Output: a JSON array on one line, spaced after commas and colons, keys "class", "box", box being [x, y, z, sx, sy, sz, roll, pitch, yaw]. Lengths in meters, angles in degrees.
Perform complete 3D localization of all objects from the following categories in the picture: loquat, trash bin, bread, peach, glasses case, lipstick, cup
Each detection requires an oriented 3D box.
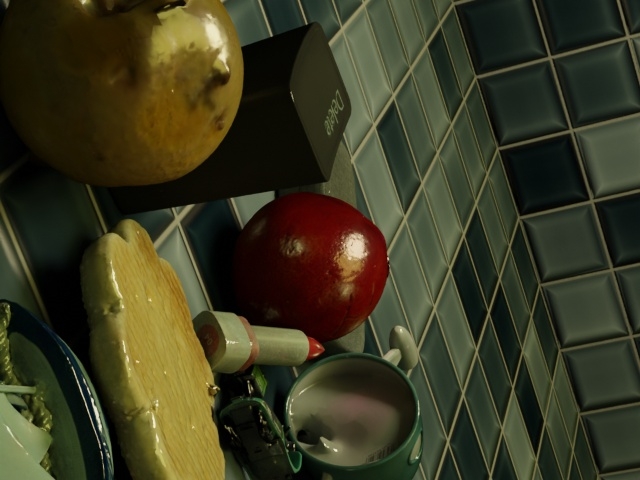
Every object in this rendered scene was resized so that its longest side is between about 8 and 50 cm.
[{"class": "loquat", "box": [-0.184, -0.152, 1.385, 0.244, 0.243, 0.244, -13, 90, -71]}, {"class": "trash bin", "box": [-0.100, -0.117, 1.567, 0.165, 0.225, 0.115, -74, 145, -55]}, {"class": "bread", "box": [-0.157, 0.129, 1.453, 0.316, 0.054, 0.316, -16, 90, -82]}, {"class": "peach", "box": [-0.017, 0.038, 1.790, 0.197, 0.197, 0.197, -13, 90, -71]}, {"class": "glasses case", "box": [0.000, 0.000, 2.001, 0.131, 0.074, 0.323, 46, 36, -57]}, {"class": "lipstick", "box": [-0.062, 0.118, 1.687, 0.186, 0.057, 0.063, 10, 42, -48]}, {"class": "cup", "box": [0.049, 0.248, 1.866, 0.300, 0.167, 0.173, -62, 155, -27]}]

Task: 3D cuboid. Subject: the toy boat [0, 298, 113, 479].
[{"class": "toy boat", "box": [-0.248, 0.124, 1.206, 0.291, 0.070, 0.210, 49, 17, -52]}]

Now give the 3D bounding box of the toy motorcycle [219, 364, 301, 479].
[{"class": "toy motorcycle", "box": [-0.061, 0.227, 1.711, 0.100, 0.058, 0.173, -78, 147, -62]}]
